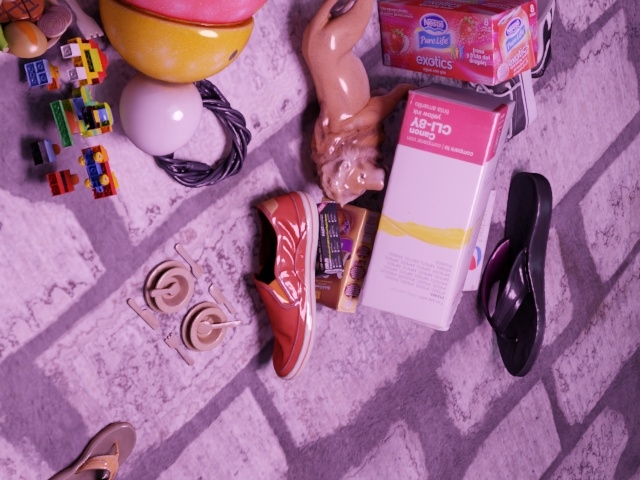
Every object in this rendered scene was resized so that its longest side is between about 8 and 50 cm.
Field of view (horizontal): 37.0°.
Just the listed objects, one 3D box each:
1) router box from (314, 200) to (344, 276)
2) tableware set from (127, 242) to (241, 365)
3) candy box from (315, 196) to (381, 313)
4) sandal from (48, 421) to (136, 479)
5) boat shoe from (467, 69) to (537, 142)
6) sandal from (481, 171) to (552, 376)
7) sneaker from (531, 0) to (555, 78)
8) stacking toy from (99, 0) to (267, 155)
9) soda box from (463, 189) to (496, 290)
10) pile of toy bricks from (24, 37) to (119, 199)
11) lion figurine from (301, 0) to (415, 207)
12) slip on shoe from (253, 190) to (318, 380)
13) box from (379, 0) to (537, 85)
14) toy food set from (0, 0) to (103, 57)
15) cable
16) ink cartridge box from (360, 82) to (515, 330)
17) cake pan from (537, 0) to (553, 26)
[{"bbox_3d":[0.000,0.000,1.636,0.038,0.092,0.122,-4,83,-22],"label":"router box"},{"bbox_3d":[-0.208,0.111,1.543,0.128,0.039,0.194,-52,132,-19],"label":"tableware set"},{"bbox_3d":[0.033,0.025,1.698,0.053,0.109,0.186,10,96,-46],"label":"candy box"},{"bbox_3d":[-0.351,0.358,1.478,0.180,0.049,0.072,-40,128,-28],"label":"sandal"},{"bbox_3d":[0.345,-0.314,1.893,0.105,0.113,0.306,-42,144,-11],"label":"boat shoe"},{"bbox_3d":[0.409,0.073,2.072,0.107,0.167,0.445,0,96,-18],"label":"sandal"},{"bbox_3d":[0.445,-0.443,1.981,0.121,0.079,0.216,34,67,-65],"label":"sneaker"},{"bbox_3d":[-0.185,-0.339,1.288,0.351,0.350,0.479,-14,130,-41],"label":"stacking toy"},{"bbox_3d":[0.297,-0.006,1.972,0.074,0.069,0.216,0,104,-44],"label":"soda box"},{"bbox_3d":[-0.326,-0.163,1.313,0.105,0.118,0.212,-31,110,-67],"label":"pile of toy bricks"},{"bbox_3d":[0.040,-0.269,1.600,0.240,0.142,0.392,-39,121,-31],"label":"lion figurine"},{"bbox_3d":[-0.067,0.079,1.628,0.101,0.123,0.331,-5,106,-23],"label":"slip on shoe"},{"bbox_3d":[0.237,-0.360,1.665,0.128,0.257,0.122,-27,123,-35],"label":"box"},{"bbox_3d":[-0.380,-0.286,1.200,0.192,0.038,0.132,-29,79,-35],"label":"toy food set"},{"bbox_3d":[-0.183,-0.153,1.477,0.150,0.047,0.184,-53,133,-18],"label":"cable"},{"bbox_3d":[0.210,-0.070,1.698,0.279,0.160,0.384,-38,141,-70],"label":"ink cartridge box"},{"bbox_3d":[0.383,-0.543,1.809,0.293,0.054,0.293,-27,123,-50],"label":"cake pan"}]
